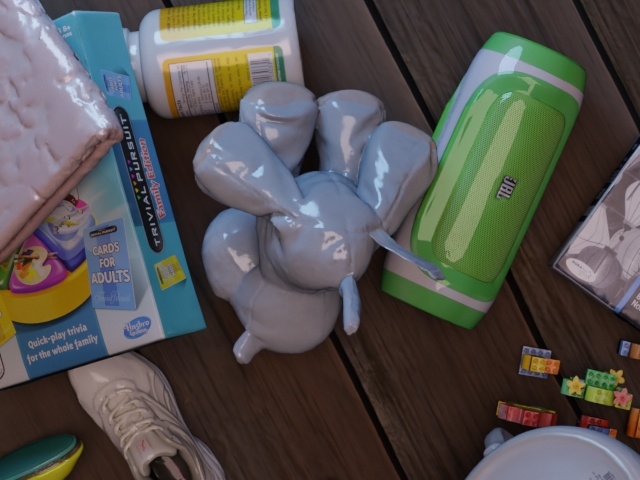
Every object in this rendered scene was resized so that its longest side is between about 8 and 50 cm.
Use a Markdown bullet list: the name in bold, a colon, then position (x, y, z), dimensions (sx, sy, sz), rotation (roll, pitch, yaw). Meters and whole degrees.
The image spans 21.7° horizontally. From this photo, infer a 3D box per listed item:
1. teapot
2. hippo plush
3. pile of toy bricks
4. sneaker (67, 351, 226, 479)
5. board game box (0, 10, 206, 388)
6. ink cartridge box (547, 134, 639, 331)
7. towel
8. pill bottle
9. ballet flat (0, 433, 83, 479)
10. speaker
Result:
- **teapot**: position (0.255, 0.315, 1.673), dimensions (0.252, 0.187, 0.256), rotation (1, 67, 32)
- **hippo plush**: position (0.000, 0.000, 1.719), dimensions (0.234, 0.237, 0.294), rotation (-29, 66, -31)
- **pile of toy bricks**: position (0.300, 0.162, 1.763), dimensions (0.212, 0.105, 0.118), rotation (10, 91, 1)
- **sneaker**: position (-0.184, 0.200, 1.767), dimensions (0.090, 0.115, 0.232), rotation (-41, 90, 1)
- **board game box**: position (-0.281, -0.035, 1.719), dimensions (0.253, 0.079, 0.336), rotation (-18, 86, 30)
- **ink cartridge box**: position (0.405, -0.059, 1.781), dimensions (0.165, 0.065, 0.333), rotation (35, 90, 1)
- **towel**: position (-0.374, -0.131, 1.685), dimensions (0.317, 0.053, 0.332), rotation (-45, 68, 25)
- **pill bottle**: position (-0.124, -0.190, 1.761), dimensions (0.208, 0.117, 0.118), rotation (-7, 91, 1)
- **ballet flat**: position (-0.352, 0.277, 1.801), dimensions (0.231, 0.077, 0.077), rotation (-20, 111, 4)
- **speaker**: position (0.170, -0.062, 1.753), dimensions (0.131, 0.131, 0.297), rotation (24, 91, 1)
